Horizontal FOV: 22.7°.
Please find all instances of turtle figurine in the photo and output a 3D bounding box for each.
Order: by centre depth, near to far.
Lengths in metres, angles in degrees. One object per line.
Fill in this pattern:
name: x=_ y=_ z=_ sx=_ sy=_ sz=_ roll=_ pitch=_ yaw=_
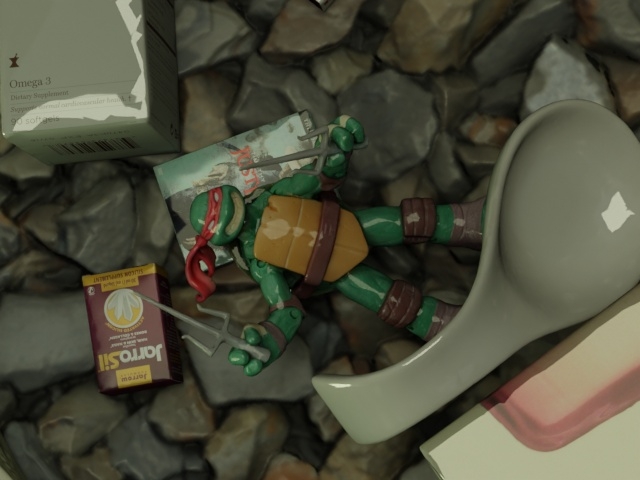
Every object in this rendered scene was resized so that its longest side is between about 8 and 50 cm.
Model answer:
turtle figurine: x=0.000 y=0.000 z=1.057 sx=0.234 sy=0.118 sz=0.175 roll=12 pitch=101 yaw=-13

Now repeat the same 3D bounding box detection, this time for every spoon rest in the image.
spoon rest: x=0.120 y=0.022 z=1.006 sx=0.276 sy=0.084 sz=0.137 roll=-43 pitch=108 yaw=-21

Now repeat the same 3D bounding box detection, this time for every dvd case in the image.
dvd case: x=-0.050 y=-0.033 z=1.130 sx=0.119 sy=0.013 sz=0.087 roll=-19 pitch=79 yaw=2

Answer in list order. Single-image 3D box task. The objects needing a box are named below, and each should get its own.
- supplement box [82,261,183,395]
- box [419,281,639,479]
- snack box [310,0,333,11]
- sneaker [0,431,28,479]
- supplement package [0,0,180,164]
supplement box: x=-0.131 y=0.062 z=1.111 sx=0.055 sy=0.043 sz=0.083 roll=-11 pitch=81 yaw=4
box: x=0.193 y=0.114 z=1.007 sx=0.232 sy=0.148 sz=0.127 roll=-36 pitch=78 yaw=1
snack box: x=-0.043 y=-0.247 z=1.157 sx=0.178 sy=0.022 sz=0.064 roll=42 pitch=88 yaw=11
sneaker: x=-0.263 y=0.190 z=1.064 sx=0.148 sy=0.131 sz=0.350 roll=-41 pitch=79 yaw=-5
supplement package: x=-0.162 y=-0.153 z=1.117 sx=0.105 sy=0.105 sz=0.179 roll=-6 pitch=80 yaw=7
